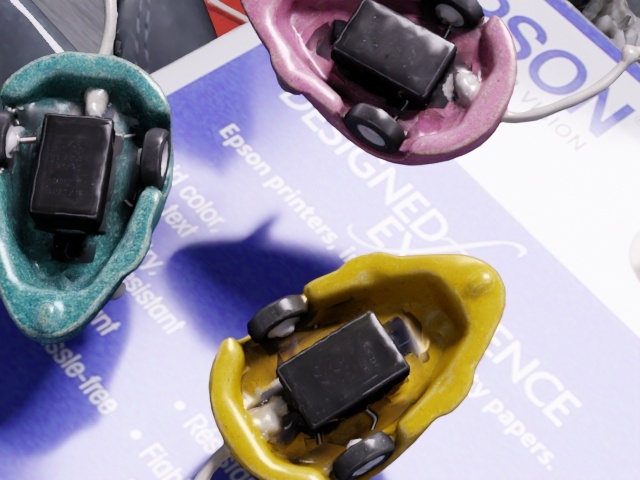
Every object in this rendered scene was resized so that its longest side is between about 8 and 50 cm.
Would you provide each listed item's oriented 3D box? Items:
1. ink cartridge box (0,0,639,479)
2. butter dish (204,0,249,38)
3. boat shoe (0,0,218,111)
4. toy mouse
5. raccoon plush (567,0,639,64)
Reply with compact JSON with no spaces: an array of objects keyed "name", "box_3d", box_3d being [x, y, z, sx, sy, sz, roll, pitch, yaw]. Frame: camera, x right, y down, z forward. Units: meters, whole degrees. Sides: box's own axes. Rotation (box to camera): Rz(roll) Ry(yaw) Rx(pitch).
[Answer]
[{"name":"ink cartridge box","box_3d":[0.021,0.097,0.346,0.307,0.072,0.303,-32,68,-32]},{"name":"butter dish","box_3d":[-0.080,-0.178,1.085,0.160,0.118,0.159,22,69,-47]},{"name":"boat shoe","box_3d":[-0.068,-0.015,0.528,0.500,0.156,0.187,40,-8,-1]},{"name":"toy mouse","box_3d":[-0.016,-0.018,0.343,0.143,0.161,0.031,51,-11,16]},{"name":"raccoon plush","box_3d":[0.127,0.022,0.596,0.299,0.216,0.446,38,-29,33]}]
